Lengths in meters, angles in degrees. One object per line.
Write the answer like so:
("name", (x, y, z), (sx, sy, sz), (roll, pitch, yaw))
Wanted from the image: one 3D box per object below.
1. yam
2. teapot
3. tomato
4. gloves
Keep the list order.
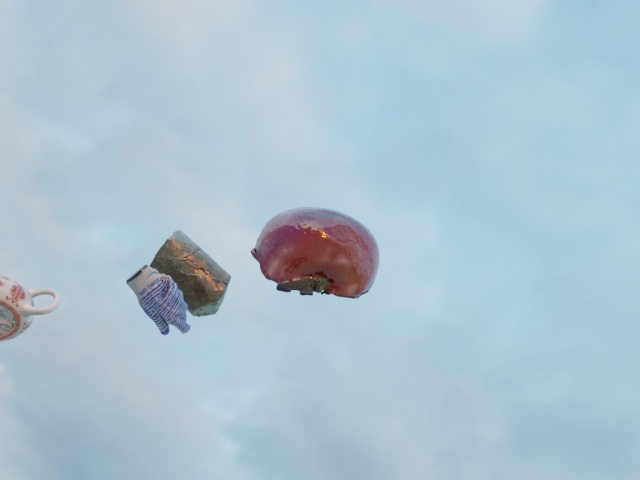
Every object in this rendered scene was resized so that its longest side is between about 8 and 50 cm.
("yam", (-0.432, 0.124, 1.952), (0.271, 0.201, 0.202), (35, -19, 3))
("teapot", (-0.628, 0.128, 1.130), (0.245, 0.116, 0.159), (-12, -61, 0))
("tomato", (-0.003, -0.004, 1.477), (0.334, 0.290, 0.176), (10, -64, -17))
("gloves", (-0.420, 0.164, 1.555), (0.097, 0.119, 0.229), (25, -26, 55))
